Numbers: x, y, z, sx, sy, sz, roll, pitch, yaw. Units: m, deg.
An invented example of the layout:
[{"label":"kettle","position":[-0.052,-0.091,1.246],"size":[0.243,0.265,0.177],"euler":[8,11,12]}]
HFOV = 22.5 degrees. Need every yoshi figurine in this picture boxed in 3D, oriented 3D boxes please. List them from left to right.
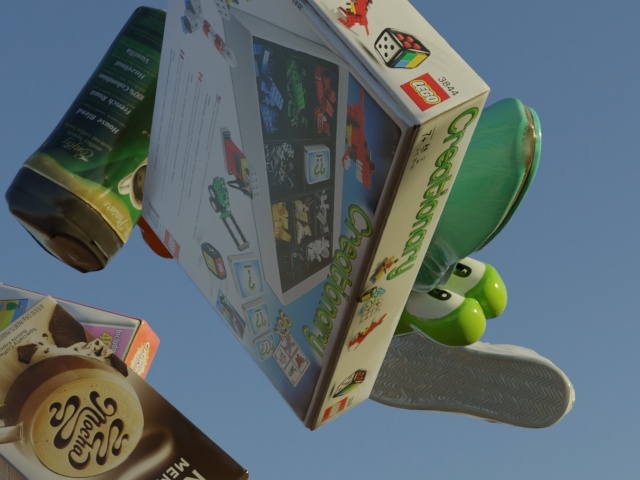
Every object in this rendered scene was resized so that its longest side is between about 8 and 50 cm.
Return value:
[{"label":"yoshi figurine","position":[0.002,-0.026,1.440],"size":[0.362,0.203,0.203],"euler":[21,3,33]}]

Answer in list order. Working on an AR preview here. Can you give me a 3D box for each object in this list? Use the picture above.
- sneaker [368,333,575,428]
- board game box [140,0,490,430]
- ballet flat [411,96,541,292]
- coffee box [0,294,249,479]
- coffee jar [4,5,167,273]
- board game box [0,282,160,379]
[{"label":"sneaker","position":[0.144,0.149,1.813],"size":[0.293,0.108,0.169],"euler":[18,-2,15]},{"label":"board game box","position":[-0.020,-0.044,0.902],"size":[0.053,0.193,0.305],"euler":[-28,-24,-27]},{"label":"ballet flat","position":[0.066,-0.023,1.028],"size":[0.087,0.083,0.247],"euler":[7,-20,-9]},{"label":"coffee box","position":[-0.238,0.220,1.651],"size":[0.168,0.297,0.119],"euler":[-41,-21,-30]},{"label":"coffee jar","position":[-0.144,-0.070,1.145],"size":[0.079,0.184,0.096],"euler":[29,-14,20]},{"label":"board game box","position":[-0.375,0.173,1.857],"size":[0.317,0.242,0.064],"euler":[14,-21,21]}]
